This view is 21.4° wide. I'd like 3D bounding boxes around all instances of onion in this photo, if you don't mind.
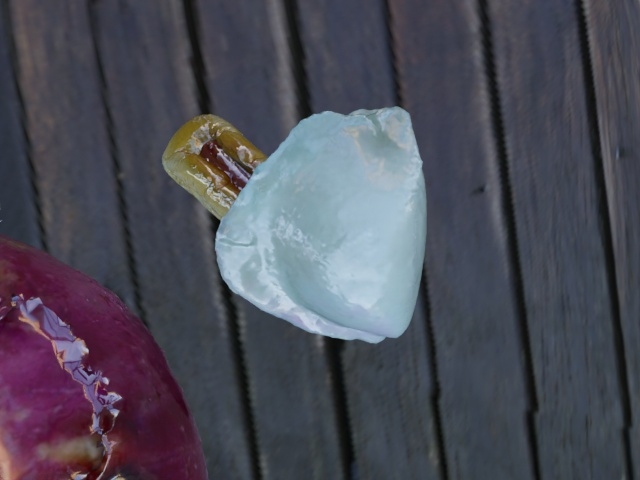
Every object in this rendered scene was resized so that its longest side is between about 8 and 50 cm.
[{"bbox_3d":[-0.228,0.174,0.973,0.358,0.345,0.358,-9,64,19],"label":"onion"}]

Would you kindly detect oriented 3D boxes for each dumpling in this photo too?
[{"bbox_3d":[0.007,-0.006,1.272,0.149,0.105,0.217,5,124,13],"label":"dumpling"}]

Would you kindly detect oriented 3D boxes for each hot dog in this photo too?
[{"bbox_3d":[-0.073,-0.049,1.759,0.084,0.073,0.242,-41,66,-12],"label":"hot dog"}]

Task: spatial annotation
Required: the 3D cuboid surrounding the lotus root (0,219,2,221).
[{"bbox_3d":[-0.436,-0.116,1.727,0.175,0.349,0.175,-8,66,18],"label":"lotus root"}]
